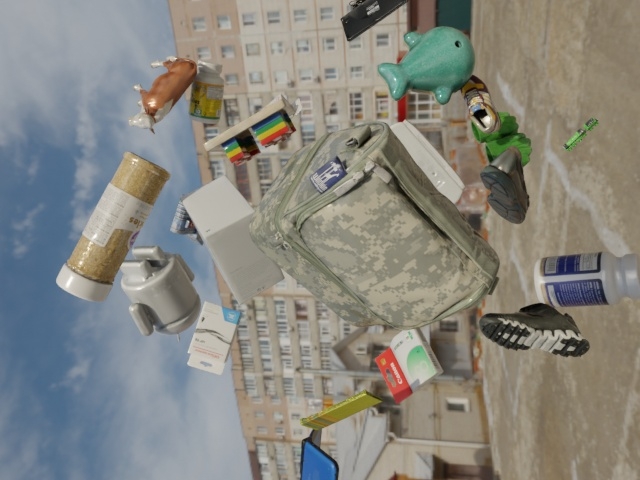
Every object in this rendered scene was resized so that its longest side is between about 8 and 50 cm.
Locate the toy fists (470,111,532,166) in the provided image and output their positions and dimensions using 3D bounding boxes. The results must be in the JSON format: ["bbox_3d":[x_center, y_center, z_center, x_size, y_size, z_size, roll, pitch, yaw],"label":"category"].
[{"bbox_3d":[0.628,-0.344,1.832,0.096,0.142,0.279,67,-171,-45],"label":"toy fists"}]

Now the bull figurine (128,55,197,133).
[{"bbox_3d":[-0.555,-0.510,1.839,0.310,0.188,0.101,-49,-33,-8],"label":"bull figurine"}]

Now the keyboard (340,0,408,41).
[{"bbox_3d":[0.138,-0.585,1.338,0.038,0.192,0.100,5,-112,-53],"label":"keyboard"}]

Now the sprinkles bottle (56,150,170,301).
[{"bbox_3d":[-0.493,-0.033,1.274,0.355,0.121,0.121,-63,-13,-2],"label":"sprinkles bottle"}]

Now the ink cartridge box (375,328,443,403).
[{"bbox_3d":[0.277,0.413,1.765,0.056,0.224,0.181,12,-138,-45],"label":"ink cartridge box"}]

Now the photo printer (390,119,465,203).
[{"bbox_3d":[0.275,-0.212,1.466,0.256,0.107,0.307,48,-167,-2],"label":"photo printer"}]

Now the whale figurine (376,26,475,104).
[{"bbox_3d":[0.282,-0.454,1.369,0.216,0.272,0.141,64,156,4],"label":"whale figurine"}]

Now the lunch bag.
[{"bbox_3d":[0.083,-0.018,0.776,0.305,0.256,0.212,43,-121,-22],"label":"lunch bag"}]

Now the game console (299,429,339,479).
[{"bbox_3d":[0.015,0.822,1.882,0.173,0.250,0.293,-9,-70,-41],"label":"game console"}]

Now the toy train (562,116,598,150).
[{"bbox_3d":[0.521,-0.212,1.067,0.023,0.083,0.017,3,-134,-44],"label":"toy train"}]

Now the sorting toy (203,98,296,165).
[{"bbox_3d":[-0.187,-0.309,1.587,0.089,0.257,0.255,61,-172,-7],"label":"sorting toy"}]

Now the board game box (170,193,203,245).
[{"bbox_3d":[-0.470,-0.074,2.008,0.194,0.060,0.194,-9,-59,-64],"label":"board game box"}]

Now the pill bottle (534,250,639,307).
[{"bbox_3d":[0.766,0.111,1.519,0.153,0.264,0.153,13,-107,-50],"label":"pill bottle"}]

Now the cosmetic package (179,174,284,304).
[{"bbox_3d":[-0.220,-0.007,1.329,0.224,0.138,0.225,46,163,49],"label":"cosmetic package"}]

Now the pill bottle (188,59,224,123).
[{"bbox_3d":[-0.413,-0.541,1.937,0.117,0.117,0.208,-62,-15,-68],"label":"pill bottle"}]

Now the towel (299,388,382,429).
[{"bbox_3d":[0.060,0.503,1.570,0.102,0.237,0.021,37,-151,-46],"label":"towel"}]

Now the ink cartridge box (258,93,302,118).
[{"bbox_3d":[-0.154,-0.437,1.837,0.061,0.181,0.104,43,-161,-33],"label":"ink cartridge box"}]

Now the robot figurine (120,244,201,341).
[{"bbox_3d":[-0.537,0.181,1.813,0.300,0.199,0.353,-58,-42,-41],"label":"robot figurine"}]

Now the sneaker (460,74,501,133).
[{"bbox_3d":[0.432,-0.379,1.456,0.084,0.069,0.185,-16,-106,-55],"label":"sneaker"}]

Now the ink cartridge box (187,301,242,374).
[{"bbox_3d":[-0.289,0.266,1.439,0.060,0.104,0.180,117,170,-80],"label":"ink cartridge box"}]

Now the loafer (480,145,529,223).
[{"bbox_3d":[0.412,-0.112,1.139,0.084,0.096,0.267,-54,-29,1],"label":"loafer"}]

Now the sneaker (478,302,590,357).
[{"bbox_3d":[0.440,0.177,1.122,0.106,0.234,0.078,-85,8,-47],"label":"sneaker"}]
